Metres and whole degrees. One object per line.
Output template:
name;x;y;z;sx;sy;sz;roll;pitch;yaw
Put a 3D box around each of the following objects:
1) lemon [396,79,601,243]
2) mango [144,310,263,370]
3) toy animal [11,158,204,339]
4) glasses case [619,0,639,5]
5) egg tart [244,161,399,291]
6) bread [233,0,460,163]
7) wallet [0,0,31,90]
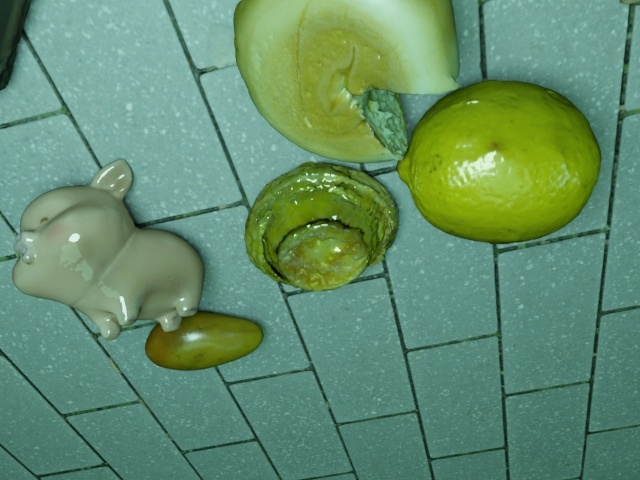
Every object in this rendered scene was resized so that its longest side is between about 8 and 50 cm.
lemon;0.267;-0.117;0.829;0.284;0.260;0.260;18;131;20
mango;-0.247;0.209;1.147;0.253;0.113;0.138;-7;131;1
toy animal;-0.357;0.033;0.948;0.237;0.269;0.326;-39;152;26
glasses case;0.538;-0.368;0.754;0.193;0.070;0.102;3;127;-6
egg tart;0.000;0.000;0.988;0.294;0.123;0.294;0;129;0
bread;0.032;-0.258;0.738;0.333;0.160;0.333;14;145;10
wallet;-0.470;-0.349;0.726;0.165;0.042;0.309;30;124;-14
